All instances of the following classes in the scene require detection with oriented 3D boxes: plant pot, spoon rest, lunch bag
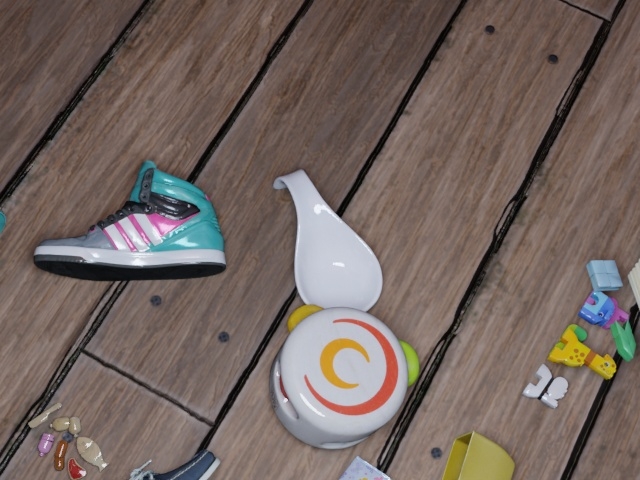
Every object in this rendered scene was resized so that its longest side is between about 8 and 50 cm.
[{"bbox_3d":[0.237,0.338,1.533,0.083,0.081,0.081,23,68,-5],"label":"plant pot"},{"bbox_3d":[0.000,0.000,1.661,0.137,0.084,0.276,-23,69,-11],"label":"spoon rest"},{"bbox_3d":[0.067,0.372,1.525,0.083,0.053,0.071,30,67,20],"label":"lunch bag"}]

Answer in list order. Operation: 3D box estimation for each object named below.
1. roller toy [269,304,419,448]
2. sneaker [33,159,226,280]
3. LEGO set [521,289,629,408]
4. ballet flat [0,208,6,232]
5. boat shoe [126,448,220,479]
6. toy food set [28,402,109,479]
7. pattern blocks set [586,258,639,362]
[{"bbox_3d":[0.021,0.206,1.541,0.209,0.146,0.191,30,63,0],"label":"roller toy"},{"bbox_3d":[-0.299,-0.036,1.640,0.295,0.124,0.178,0,72,-10],"label":"sneaker"},{"bbox_3d":[0.418,0.167,1.605,0.093,0.087,0.227,35,72,12],"label":"LEGO set"},{"bbox_3d":[-0.600,0.028,1.631,0.077,0.091,0.241,22,63,31],"label":"ballet flat"},{"bbox_3d":[-0.262,0.374,1.493,0.254,0.095,0.079,-36,84,-6],"label":"boat shoe"},{"bbox_3d":[-0.380,0.309,1.554,0.078,0.019,0.122,-34,80,-14],"label":"toy food set"},{"bbox_3d":[0.578,0.101,1.619,0.325,0.026,0.285,-11,67,-25],"label":"pattern blocks set"}]
